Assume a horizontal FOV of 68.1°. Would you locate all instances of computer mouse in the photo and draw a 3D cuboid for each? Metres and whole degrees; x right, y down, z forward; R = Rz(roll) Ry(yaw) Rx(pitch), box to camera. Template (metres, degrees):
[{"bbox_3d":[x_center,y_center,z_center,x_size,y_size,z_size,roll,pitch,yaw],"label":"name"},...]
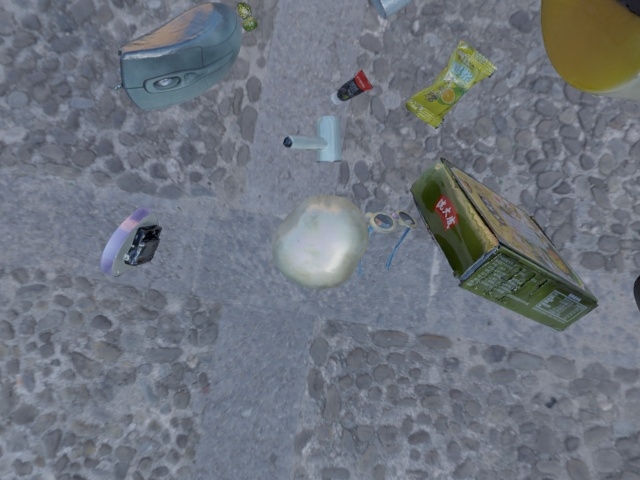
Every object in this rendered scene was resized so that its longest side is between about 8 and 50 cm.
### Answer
[{"bbox_3d":[-0.326,-0.441,1.161,0.371,0.188,0.122,-38,66,-22],"label":"computer mouse"}]

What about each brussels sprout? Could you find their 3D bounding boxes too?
[{"bbox_3d":[-0.219,-0.671,1.423,0.046,0.051,0.083,-16,99,-3],"label":"brussels sprout"}]

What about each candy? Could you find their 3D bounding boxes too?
[{"bbox_3d":[0.458,-0.541,1.677,0.187,0.081,0.297,24,124,-28],"label":"candy"}]

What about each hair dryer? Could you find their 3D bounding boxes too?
[{"bbox_3d":[-0.028,-0.275,1.289,0.073,0.236,0.131,4,101,37],"label":"hair dryer"}]

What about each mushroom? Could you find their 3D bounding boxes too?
[{"bbox_3d":[0.000,0.000,1.276,0.260,0.234,0.253,-8,102,4],"label":"mushroom"}]

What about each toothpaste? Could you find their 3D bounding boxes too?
[{"bbox_3d":[0.105,-0.524,1.635,0.045,0.194,0.071,-42,108,-27],"label":"toothpaste"}]

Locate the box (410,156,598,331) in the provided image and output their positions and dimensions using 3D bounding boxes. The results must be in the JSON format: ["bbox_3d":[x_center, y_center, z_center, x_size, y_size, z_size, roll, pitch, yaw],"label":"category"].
[{"bbox_3d":[0.465,0.009,1.232,0.420,0.372,0.138,25,122,-28],"label":"box"}]

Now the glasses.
[{"bbox_3d":[0.215,0.017,1.497,0.190,0.088,0.220,-8,118,-37],"label":"glasses"}]

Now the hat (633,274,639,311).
[{"bbox_3d":[0.554,0.169,0.655,0.209,0.238,0.336,-7,46,-29],"label":"hat"}]

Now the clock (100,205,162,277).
[{"bbox_3d":[-0.435,0.006,1.137,0.064,0.198,0.172,27,97,1],"label":"clock"}]

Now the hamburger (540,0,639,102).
[{"bbox_3d":[0.348,-0.271,0.447,0.152,0.295,0.227,-15,67,-15],"label":"hamburger"}]

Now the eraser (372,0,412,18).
[{"bbox_3d":[0.231,-0.736,1.270,0.227,0.081,0.174,-32,114,5],"label":"eraser"}]
